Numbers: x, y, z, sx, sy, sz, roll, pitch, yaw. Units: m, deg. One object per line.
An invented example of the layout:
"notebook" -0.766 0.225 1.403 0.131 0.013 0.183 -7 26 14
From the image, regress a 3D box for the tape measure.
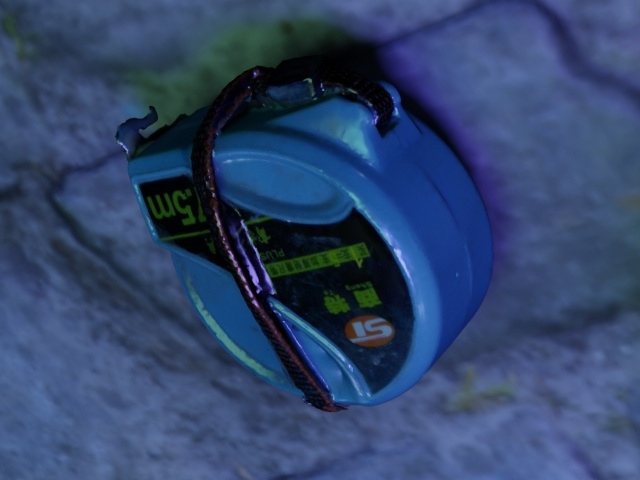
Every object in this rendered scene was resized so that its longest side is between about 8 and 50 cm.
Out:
"tape measure" 0.000 0.000 0.558 0.125 0.081 0.146 -8 115 39
